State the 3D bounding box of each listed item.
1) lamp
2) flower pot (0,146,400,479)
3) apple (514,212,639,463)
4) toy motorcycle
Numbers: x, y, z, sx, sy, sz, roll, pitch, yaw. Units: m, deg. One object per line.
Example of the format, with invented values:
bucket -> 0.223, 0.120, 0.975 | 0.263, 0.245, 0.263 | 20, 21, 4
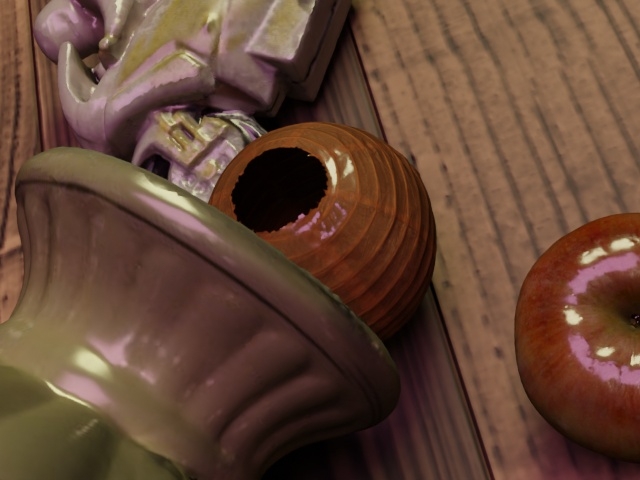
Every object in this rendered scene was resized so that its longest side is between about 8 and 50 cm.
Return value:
lamp -> 0.000, 0.000, 0.566 | 0.136, 0.136, 0.136 | -9, 61, 16
flower pot -> -0.116, 0.113, 0.453 | 0.307, 0.307, 0.244 | 22, 65, 28
apple -> 0.157, 0.049, 0.499 | 0.126, 0.102, 0.126 | -5, 64, 11
toy motorcycle -> -0.089, -0.164, 0.699 | 0.222, 0.108, 0.341 | 13, 75, 19
